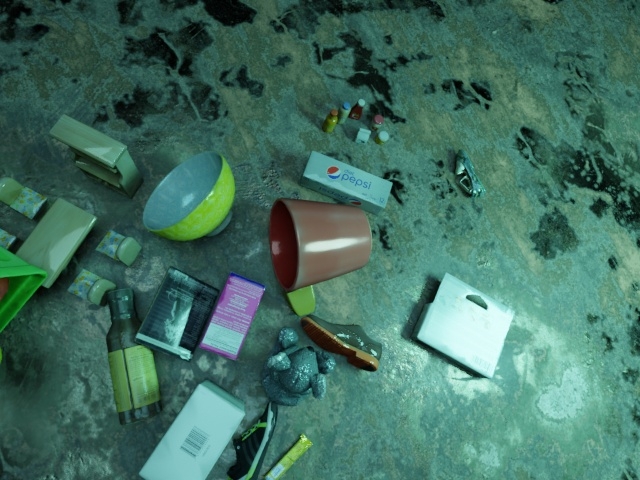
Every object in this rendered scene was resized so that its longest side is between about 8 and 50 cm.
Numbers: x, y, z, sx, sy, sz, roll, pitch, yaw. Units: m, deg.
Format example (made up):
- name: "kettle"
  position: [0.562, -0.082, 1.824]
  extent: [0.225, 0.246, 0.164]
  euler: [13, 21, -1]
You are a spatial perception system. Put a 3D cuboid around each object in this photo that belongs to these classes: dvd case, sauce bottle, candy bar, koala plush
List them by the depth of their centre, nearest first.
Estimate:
- name: "sauce bottle"
  position: [-0.505, 0.302, 1.119]
  extent: [0.112, 0.111, 0.344]
  euler: [-11, 78, -14]
- name: "koala plush"
  position: [-0.064, 0.358, 1.136]
  extent: [0.196, 0.221, 0.203]
  euler: [35, 72, -2]
- name: "dvd case"
  position: [-0.391, 0.204, 1.164]
  extent: [0.165, 0.018, 0.221]
  euler: [34, 59, -30]
- name: "candy bar"
  position: [-0.093, 0.615, 1.171]
  extent: [0.161, 0.018, 0.040]
  euler: [-41, 83, -17]

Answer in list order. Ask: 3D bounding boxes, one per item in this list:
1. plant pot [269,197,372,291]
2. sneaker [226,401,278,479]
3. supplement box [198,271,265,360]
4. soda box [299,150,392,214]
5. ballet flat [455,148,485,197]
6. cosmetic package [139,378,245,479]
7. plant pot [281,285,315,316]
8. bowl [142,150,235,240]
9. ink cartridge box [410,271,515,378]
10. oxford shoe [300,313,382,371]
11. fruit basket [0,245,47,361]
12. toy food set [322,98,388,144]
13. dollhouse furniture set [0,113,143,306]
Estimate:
- name: "plant pot"
  position: [0.000, 0.000, 1.234]
  extent: [0.243, 0.275, 0.274]
  euler: [-6, 77, -22]
- name: "sneaker"
  position: [-0.188, 0.545, 1.127]
  extent: [0.097, 0.084, 0.234]
  euler: [19, 81, 3]
- name: "supplement box"
  position: [-0.249, 0.217, 1.192]
  extent: [0.114, 0.111, 0.220]
  euler: [23, 73, -6]
- name: "soda box"
  position: [0.082, -0.186, 1.374]
  extent: [0.286, 0.091, 0.098]
  euler: [20, 74, -6]
- name: "ballet flat"
  position: [0.519, -0.235, 1.494]
  extent: [0.070, 0.070, 0.188]
  euler: [-21, 78, -16]
- name: "cosmetic package"
  position: [-0.307, 0.485, 1.052]
  extent: [0.138, 0.224, 0.224]
  euler: [33, 72, 1]
- name: "plant pot"
  position: [-0.058, 0.181, 1.260]
  extent: [0.082, 0.081, 0.083]
  euler: [-21, 93, -16]
- name: "bowl"
  position: [-0.347, -0.101, 1.213]
  extent: [0.289, 0.290, 0.156]
  euler: [-58, 134, -18]
- name: "ink cartridge box"
  position: [0.461, 0.272, 1.352]
  extent: [0.275, 0.060, 0.238]
  euler: [30, 71, -2]
- name: "oxford shoe"
  position: [0.064, 0.288, 1.260]
  extent: [0.271, 0.097, 0.098]
  euler: [34, 54, -8]
- name: "fruit basket"
  position: [-0.804, 0.220, 0.928]
  extent: [0.392, 0.283, 0.391]
  euler: [0, 90, 12]
- name: "toy food set"
  position: [0.134, -0.409, 1.435]
  extent: [0.232, 0.104, 0.111]
  euler: [15, 73, -8]
- name: "dollhouse furniture set"
  position: [-0.667, -0.080, 1.107]
  extent: [0.362, 0.256, 0.394]
  euler: [28, 72, -3]
